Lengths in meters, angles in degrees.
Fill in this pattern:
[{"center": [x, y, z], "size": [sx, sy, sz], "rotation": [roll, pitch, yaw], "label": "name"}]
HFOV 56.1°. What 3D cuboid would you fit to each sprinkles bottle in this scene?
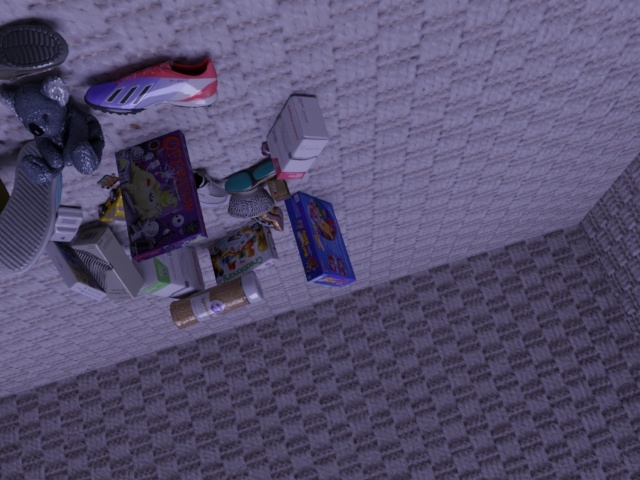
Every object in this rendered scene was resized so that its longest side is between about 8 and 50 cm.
[{"center": [-0.408, 0.238, 2.366], "size": [0.355, 0.121, 0.121], "rotation": [-21, 158, 4], "label": "sprinkles bottle"}]

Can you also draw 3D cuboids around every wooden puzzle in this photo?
[{"center": [-0.652, -0.183, 1.850], "size": [0.083, 0.006, 0.049], "rotation": [-31, 155, 31], "label": "wooden puzzle"}]

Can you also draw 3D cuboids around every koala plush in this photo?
[{"center": [-0.644, -0.285, 1.433], "size": [0.196, 0.203, 0.221], "rotation": [-10, 139, 14], "label": "koala plush"}]

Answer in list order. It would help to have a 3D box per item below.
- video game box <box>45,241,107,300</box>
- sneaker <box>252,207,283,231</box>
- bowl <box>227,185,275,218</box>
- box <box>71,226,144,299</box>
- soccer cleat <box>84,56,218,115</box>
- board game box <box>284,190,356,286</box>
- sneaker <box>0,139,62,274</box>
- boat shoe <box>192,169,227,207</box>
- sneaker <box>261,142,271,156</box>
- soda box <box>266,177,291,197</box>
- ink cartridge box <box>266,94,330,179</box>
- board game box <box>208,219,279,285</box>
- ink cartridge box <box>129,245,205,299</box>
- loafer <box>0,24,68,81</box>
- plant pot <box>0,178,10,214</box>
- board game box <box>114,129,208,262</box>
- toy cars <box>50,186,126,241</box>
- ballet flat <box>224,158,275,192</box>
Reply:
[{"center": [-0.865, 0.109, 2.128], "size": [0.048, 0.205, 0.187], "rotation": [-39, 157, -5], "label": "video game box"}, {"center": [-0.205, -0.088, 2.341], "size": [0.083, 0.084, 0.215], "rotation": [-10, 158, 19], "label": "sneaker"}, {"center": [-0.248, -0.151, 2.090], "size": [0.170, 0.170, 0.080], "rotation": [-14, 122, -8], "label": "bowl"}, {"center": [-0.742, 0.085, 2.114], "size": [0.113, 0.094, 0.275], "rotation": [-5, 130, 22], "label": "box"}, {"center": [-0.408, -0.381, 1.456], "size": [0.318, 0.108, 0.116], "rotation": [-8, 136, -17], "label": "soccer cleat"}, {"center": [0.000, 0.000, 2.328], "size": [0.078, 0.347, 0.233], "rotation": [-29, 156, 27], "label": "board game box"}, {"center": [-0.746, -0.071, 1.582], "size": [0.135, 0.365, 0.150], "rotation": [9, 159, -6], "label": "sneaker"}, {"center": [-0.397, -0.181, 1.940], "size": [0.088, 0.096, 0.268], "rotation": [-31, 144, 34], "label": "boat shoe"}, {"center": [-0.137, -0.288, 1.946], "size": [0.119, 0.047, 0.057], "rotation": [3, 158, -27], "label": "sneaker"}, {"center": [-0.144, -0.178, 2.103], "size": [0.058, 0.061, 0.181], "rotation": [-18, 179, 1], "label": "soda box"}, {"center": [-0.071, -0.304, 1.792], "size": [0.092, 0.158, 0.218], "rotation": [-4, 155, -27], "label": "ink cartridge box"}, {"center": [-0.316, 0.056, 2.433], "size": [0.305, 0.193, 0.053], "rotation": [-30, 156, 28], "label": "board game box"}, {"center": [-0.595, 0.113, 2.349], "size": [0.115, 0.198, 0.273], "rotation": [-26, 157, 20], "label": "ink cartridge box"}, {"center": [-0.652, -0.389, 1.266], "size": [0.251, 0.094, 0.087], "rotation": [-7, -177, -1], "label": "loafer"}, {"center": [-0.946, -0.107, 1.566], "size": [0.212, 0.187, 0.212], "rotation": [-20, 159, 7], "label": "plant pot"}, {"center": [-0.448, -0.129, 1.675], "size": [0.208, 0.346, 0.056], "rotation": [-18, 156, 0], "label": "board game box"}, {"center": [-0.746, -0.063, 1.959], "size": [0.394, 0.087, 0.176], "rotation": [-18, 158, 2], "label": "toy cars"}, {"center": [-0.224, -0.210, 2.033], "size": [0.206, 0.073, 0.067], "rotation": [-19, 173, 15], "label": "ballet flat"}]
